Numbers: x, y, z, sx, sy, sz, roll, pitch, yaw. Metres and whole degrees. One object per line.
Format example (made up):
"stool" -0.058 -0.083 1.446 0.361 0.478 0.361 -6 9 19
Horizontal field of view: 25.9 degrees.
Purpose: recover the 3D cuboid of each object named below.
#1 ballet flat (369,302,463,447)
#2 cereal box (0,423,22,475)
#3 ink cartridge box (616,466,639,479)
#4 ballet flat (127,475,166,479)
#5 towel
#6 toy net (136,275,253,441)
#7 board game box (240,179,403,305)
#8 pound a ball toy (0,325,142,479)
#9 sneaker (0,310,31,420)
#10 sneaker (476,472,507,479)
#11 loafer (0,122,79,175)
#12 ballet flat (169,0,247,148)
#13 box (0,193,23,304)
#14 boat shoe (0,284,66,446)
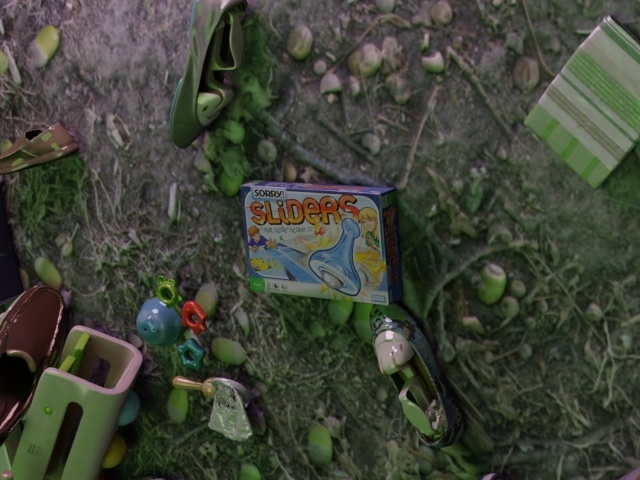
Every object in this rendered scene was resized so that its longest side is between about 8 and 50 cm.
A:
"ballet flat" 0.105 0.158 1.622 0.070 0.070 0.188 -36 83 36
"cereal box" -0.505 0.373 2.114 0.173 0.047 0.240 -8 100 34
"ink cartridge box" 0.361 0.286 1.386 0.306 0.226 0.131 -40 80 35
"ballet flat" -0.166 0.499 1.865 0.147 0.147 0.409 -33 87 37
"towel" 0.291 -0.141 1.433 0.113 0.023 0.152 48 127 16
"toy net" -0.149 0.154 1.810 0.232 0.045 0.122 48 123 11
"board game box" 0.000 0.000 1.663 0.201 0.035 0.136 4 107 33
"pound a ball toy" -0.347 0.308 1.889 0.135 0.208 0.319 22 118 0
"sneaker" -0.440 0.175 1.989 0.071 0.083 0.191 15 113 29
"sneaker" 0.156 0.377 1.640 0.163 0.086 0.226 1 106 31
"loafer" -0.391 -0.124 1.883 0.148 0.056 0.050 -13 96 26
"ballet flat" -0.132 -0.200 1.670 0.068 0.072 0.213 23 116 22
"box" -0.629 -0.076 1.961 0.293 0.212 0.395 -5 100 36
"boat shoe" -0.400 0.167 1.869 0.095 0.257 0.095 27 150 -17
